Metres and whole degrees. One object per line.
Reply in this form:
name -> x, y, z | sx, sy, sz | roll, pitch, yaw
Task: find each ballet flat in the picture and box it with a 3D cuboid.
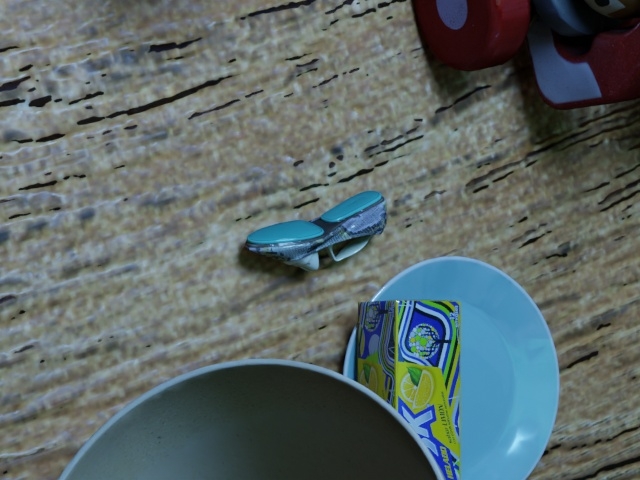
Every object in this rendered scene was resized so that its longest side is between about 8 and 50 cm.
ballet flat -> 0.000, 0.000, 1.380 | 0.114, 0.041, 0.041 | -21, 98, -28

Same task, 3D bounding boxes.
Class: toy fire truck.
toy fire truck -> 0.190, -0.246, 1.376 | 0.169, 0.254, 0.302 | -14, 95, -30

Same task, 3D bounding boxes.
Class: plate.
plate -> 0.092, 0.106, 1.436 | 0.188, 0.024, 0.188 | 2, 86, -30

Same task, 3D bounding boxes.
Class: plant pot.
plant pot -> -0.023, 0.240, 1.251 | 0.284, 0.284, 0.191 | -67, 153, -15

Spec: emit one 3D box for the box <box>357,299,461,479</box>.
box -> 0.061, 0.126, 1.368 | 0.054, 0.059, 0.168 | 1, 87, -28
